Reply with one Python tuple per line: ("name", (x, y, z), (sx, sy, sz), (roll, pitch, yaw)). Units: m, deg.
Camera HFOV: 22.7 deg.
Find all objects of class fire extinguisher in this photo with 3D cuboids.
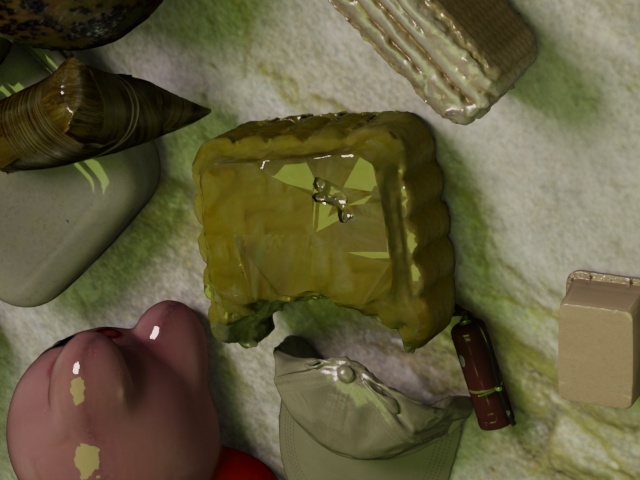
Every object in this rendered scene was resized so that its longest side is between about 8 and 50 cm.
("fire extinguisher", (0.155, 0.121, 1.564), (0.056, 0.039, 0.132), (11, 122, 60))

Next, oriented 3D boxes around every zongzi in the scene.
("zongzi", (-0.231, -0.108, 1.537), (0.187, 0.184, 0.084), (-17, 78, 38))

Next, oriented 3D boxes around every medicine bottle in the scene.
("medicine bottle", (-0.355, -0.124, 1.655), (0.375, 0.123, 0.282), (46, 122, 0))

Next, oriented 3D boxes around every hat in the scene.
("hat", (0.030, 0.214, 1.620), (0.214, 0.149, 0.245), (16, 108, 20))

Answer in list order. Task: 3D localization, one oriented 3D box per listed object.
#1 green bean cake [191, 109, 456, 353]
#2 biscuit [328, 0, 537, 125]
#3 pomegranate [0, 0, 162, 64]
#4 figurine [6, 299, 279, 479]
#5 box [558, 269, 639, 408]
("green bean cake", (0.000, 0.000, 1.525), (0.236, 0.124, 0.233), (-3, 104, 24))
("biscuit", (0.017, -0.281, 1.390), (0.426, 0.144, 0.078), (46, 123, 0))
("pomegranate", (-0.274, -0.265, 1.456), (0.285, 0.285, 0.341), (41, 118, 5))
("figurine", (-0.219, 0.216, 1.682), (0.211, 0.269, 0.261), (-16, 95, 37))
("box", (0.264, 0.096, 1.484), (0.089, 0.062, 0.122), (7, 115, 24))
